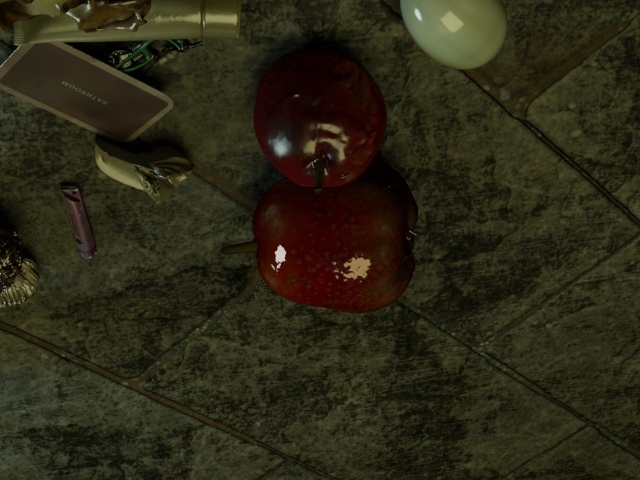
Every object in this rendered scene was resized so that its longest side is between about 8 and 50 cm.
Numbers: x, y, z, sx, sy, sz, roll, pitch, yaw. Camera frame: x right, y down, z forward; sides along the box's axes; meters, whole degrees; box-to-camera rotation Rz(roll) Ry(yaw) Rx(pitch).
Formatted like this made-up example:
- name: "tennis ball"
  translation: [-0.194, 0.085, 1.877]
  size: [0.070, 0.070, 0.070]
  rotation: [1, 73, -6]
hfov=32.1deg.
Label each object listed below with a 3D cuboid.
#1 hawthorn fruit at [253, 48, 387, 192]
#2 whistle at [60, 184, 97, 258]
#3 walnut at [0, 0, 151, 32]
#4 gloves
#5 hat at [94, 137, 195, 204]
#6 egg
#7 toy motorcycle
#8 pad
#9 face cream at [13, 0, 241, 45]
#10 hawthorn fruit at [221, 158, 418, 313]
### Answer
- name: "hawthorn fruit"
  translation: [-0.001, -0.175, 1.849]
  size: [0.230, 0.266, 0.210]
  rotation: [20, 142, -26]
- name: "whistle"
  translation: [-0.438, -0.034, 2.027]
  size: [0.033, 0.033, 0.177]
  rotation: [-10, 135, -5]
- name: "walnut"
  translation: [-0.359, -0.371, 1.545]
  size: [0.204, 0.141, 0.238]
  rotation: [-12, 170, 10]
- name: "gloves"
  translation: [-0.625, 0.020, 1.953]
  size: [0.210, 0.135, 0.312]
  rotation: [9, 156, 4]
- name: "hat"
  translation: [-0.306, -0.144, 1.928]
  size: [0.175, 0.085, 0.147]
  rotation: [28, 160, -10]
- name: "egg"
  translation: [0.212, -0.365, 1.792]
  size: [0.151, 0.151, 0.209]
  rotation: [-36, 130, 20]
- name: "toy motorcycle"
  translation: [-0.274, -0.311, 1.783]
  size: [0.173, 0.058, 0.100]
  rotation: [-33, 139, 18]
- name: "pad"
  translation: [-0.386, -0.242, 1.815]
  size: [0.266, 0.002, 0.176]
  rotation: [25, 143, -33]
- name: "face cream"
  translation: [-0.291, -0.355, 1.684]
  size: [0.341, 0.084, 0.137]
  rotation: [3, 103, -4]
- name: "hawthorn fruit"
  translation: [0.000, 0.000, 2.020]
  size: [0.368, 0.285, 0.285]
  rotation: [-10, 136, 4]
